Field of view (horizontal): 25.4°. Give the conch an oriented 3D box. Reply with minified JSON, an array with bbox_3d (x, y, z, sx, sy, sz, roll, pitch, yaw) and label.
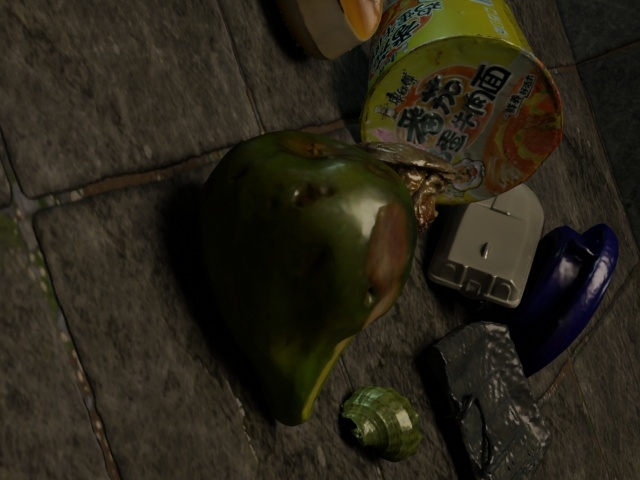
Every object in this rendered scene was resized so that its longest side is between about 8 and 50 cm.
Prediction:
[{"bbox_3d":[0.063,0.195,1.529,0.121,0.074,0.089,10,30,-47],"label":"conch"}]

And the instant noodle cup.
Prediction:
[{"bbox_3d":[0.170,-0.206,1.858,0.264,0.264,0.200,55,18,-36],"label":"instant noodle cup"}]

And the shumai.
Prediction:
[{"bbox_3d":[0.089,-0.055,1.727,0.145,0.146,0.116,24,73,-62],"label":"shumai"}]

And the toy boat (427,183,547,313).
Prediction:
[{"bbox_3d":[0.236,0.007,1.985,0.140,0.141,0.269,66,23,-16],"label":"toy boat"}]

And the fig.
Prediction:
[{"bbox_3d":[-0.026,0.044,1.302,0.206,0.206,0.275,-40,144,-67],"label":"fig"}]

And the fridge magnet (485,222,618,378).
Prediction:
[{"bbox_3d":[0.324,0.083,2.014,0.113,0.265,0.265,35,28,-3],"label":"fridge magnet"}]

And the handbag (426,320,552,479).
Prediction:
[{"bbox_3d":[0.211,0.228,1.828,0.175,0.089,0.270,-43,114,-58],"label":"handbag"}]

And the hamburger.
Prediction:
[{"bbox_3d":[-0.005,-0.318,1.688,0.173,0.116,0.210,-16,93,-60],"label":"hamburger"}]
